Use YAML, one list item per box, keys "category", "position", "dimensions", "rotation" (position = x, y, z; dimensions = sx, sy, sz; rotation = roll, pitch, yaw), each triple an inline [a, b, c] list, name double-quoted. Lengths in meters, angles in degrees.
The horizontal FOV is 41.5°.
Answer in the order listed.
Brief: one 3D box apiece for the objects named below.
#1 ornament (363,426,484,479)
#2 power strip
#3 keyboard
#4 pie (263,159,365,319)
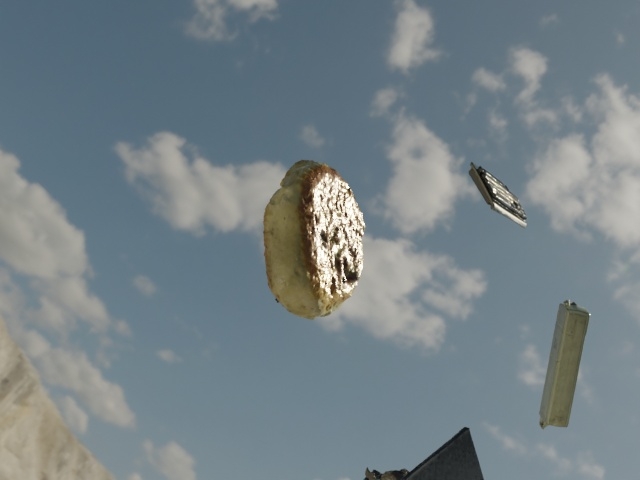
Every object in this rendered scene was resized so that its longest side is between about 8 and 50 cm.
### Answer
- category: "ornament"
  position: [0.119, 0.370, 1.209]
  dimensions: [0.196, 0.153, 0.166]
  rotation: [-9, -79, 48]
- category: "power strip"
  position: [0.494, 0.254, 1.714]
  dimensions: [0.052, 0.272, 0.078]
  rotation: [8, 7, 3]
- category: "keyboard"
  position: [0.319, -0.079, 1.498]
  dimensions: [0.230, 0.025, 0.094]
  rotation: [16, 45, -62]
- category: "pie"
  position: [0.000, 0.000, 1.667]
  dimensions: [0.092, 0.315, 0.315]
  rotation: [-2, -47, 33]
